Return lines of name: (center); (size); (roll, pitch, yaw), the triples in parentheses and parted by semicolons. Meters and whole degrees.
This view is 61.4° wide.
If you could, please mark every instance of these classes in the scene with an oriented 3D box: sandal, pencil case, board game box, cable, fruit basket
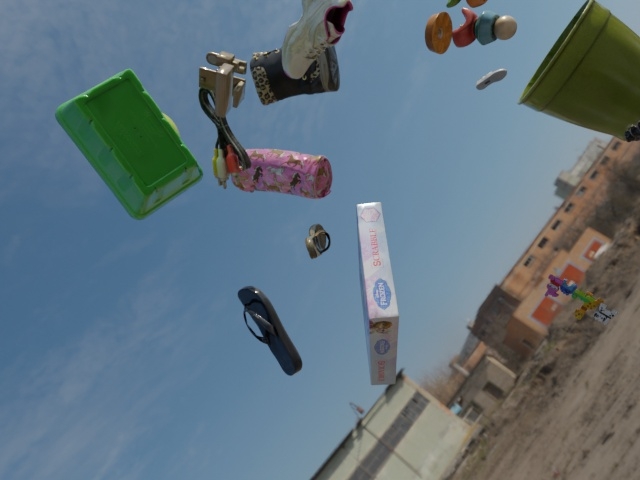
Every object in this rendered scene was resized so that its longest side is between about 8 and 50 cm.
sandal: (-0.132, 0.214, 1.305); (0.054, 0.255, 0.097); (-21, -27, -35)
pencil case: (-0.146, -0.253, 2.045); (0.167, 0.385, 0.160); (55, -131, -58)
board game box: (0.133, 0.132, 1.294); (0.319, 0.065, 0.318); (82, -176, -49)
cable: (-0.276, -0.289, 1.502); (0.072, 0.139, 0.287); (-30, -69, -40)
fruit basket: (-0.513, -0.272, 1.513); (0.283, 0.392, 0.392); (-39, -26, -20)
sandal: (0.000, 0.000, 1.388); (0.049, 0.072, 0.180); (-21, 10, 13)

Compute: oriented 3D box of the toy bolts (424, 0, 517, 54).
toy bolts: (0.393, -0.555, 1.365); (0.228, 0.158, 0.218); (21, -93, -52)

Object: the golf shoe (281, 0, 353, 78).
golf shoe: (-0.013, -0.569, 1.497); (0.115, 0.140, 0.306); (-17, -33, -42)

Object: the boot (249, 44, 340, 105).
boot: (-0.098, -0.650, 1.806); (0.138, 0.284, 0.378); (-11, -90, -68)

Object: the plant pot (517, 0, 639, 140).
plant pot: (0.874, -0.497, 1.679); (0.367, 0.352, 0.366); (-56, -5, -8)

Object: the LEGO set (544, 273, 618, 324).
LEGO set: (0.836, 0.206, 1.756); (0.087, 0.227, 0.093); (-5, -56, -57)

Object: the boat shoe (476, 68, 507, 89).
boat shoe: (0.505, -0.484, 1.594); (0.100, 0.035, 0.035); (-27, 43, 46)

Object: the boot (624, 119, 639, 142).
boot: (0.885, -0.323, 1.409); (0.262, 0.091, 0.229); (-20, -15, -19)

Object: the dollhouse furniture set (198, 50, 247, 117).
dollhouse furniture set: (-0.263, -0.388, 1.310); (0.151, 0.123, 0.144); (-71, -4, -45)
